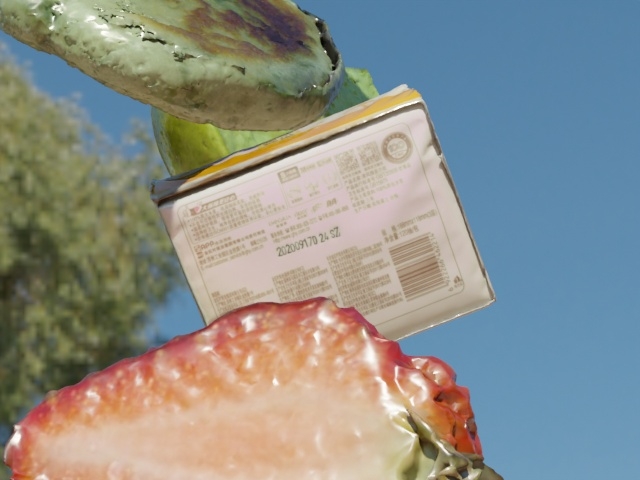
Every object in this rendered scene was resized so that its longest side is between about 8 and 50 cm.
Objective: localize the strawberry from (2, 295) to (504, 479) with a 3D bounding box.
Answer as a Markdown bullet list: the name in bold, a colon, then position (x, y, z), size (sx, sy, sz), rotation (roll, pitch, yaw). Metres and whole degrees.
- **strawberry**: position (-0.023, 0.119, 0.850), size (0.236, 0.175, 0.107), rotation (21, -25, 33)

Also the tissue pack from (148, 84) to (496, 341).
- **tissue pack**: position (0.000, 0.000, 1.333), size (0.225, 0.185, 0.124), rotation (-21, 9, -3)

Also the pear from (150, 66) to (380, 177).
- **pear**: position (-0.040, -0.052, 1.572), size (0.139, 0.239, 0.288), rotation (-38, -24, 30)

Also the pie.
- **pie**: position (-0.095, -0.137, 1.001), size (0.240, 0.240, 0.054), rotation (12, -61, -29)
